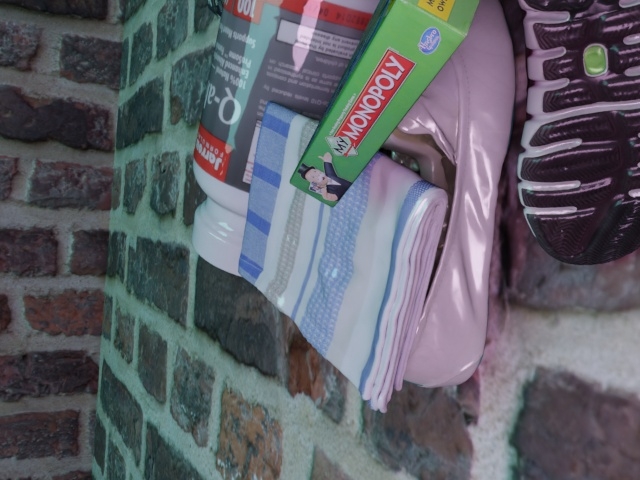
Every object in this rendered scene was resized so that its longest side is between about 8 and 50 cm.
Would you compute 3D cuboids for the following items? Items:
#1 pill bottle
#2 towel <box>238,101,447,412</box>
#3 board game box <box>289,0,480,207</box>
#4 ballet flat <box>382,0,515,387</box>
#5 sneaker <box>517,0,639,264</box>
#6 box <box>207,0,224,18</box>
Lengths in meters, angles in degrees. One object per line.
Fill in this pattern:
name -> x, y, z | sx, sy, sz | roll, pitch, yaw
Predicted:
pill bottle -> -0.043, -0.145, 0.806 | 0.210, 0.210, 0.363 | 49, 128, 53
towel -> 0.000, 0.000, 0.618 | 0.285, 0.034, 0.209 | 38, 124, 48
board game box -> 0.082, -0.202, 0.504 | 0.317, 0.046, 0.213 | -66, 7, -29
ballet flat -> 0.100, -0.057, 0.616 | 0.139, 0.139, 0.400 | 5, 91, 62
sneaker -> 0.197, -0.132, 0.477 | 0.162, 0.106, 0.281 | -68, -30, -53
box -> -0.133, -0.531, 1.001 | 0.318, 0.097, 0.395 | -132, 29, -51
